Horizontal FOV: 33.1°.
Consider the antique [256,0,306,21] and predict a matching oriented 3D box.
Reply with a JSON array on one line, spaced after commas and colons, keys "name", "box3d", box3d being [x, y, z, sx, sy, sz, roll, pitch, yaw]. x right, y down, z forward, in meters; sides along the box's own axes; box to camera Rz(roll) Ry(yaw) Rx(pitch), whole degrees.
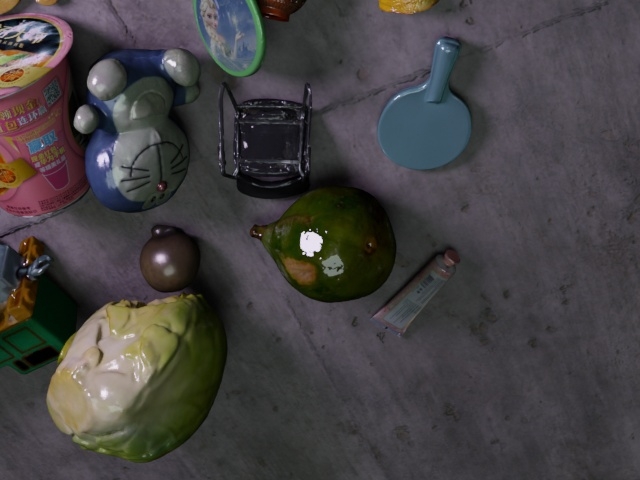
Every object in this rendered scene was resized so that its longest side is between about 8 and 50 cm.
[{"name": "antique", "box3d": [-0.064, -0.370, 1.551, 0.104, 0.104, 0.104, 1, 124, 2]}]

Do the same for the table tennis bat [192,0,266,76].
[{"name": "table tennis bat", "box3d": [-0.145, -0.360, 1.558, 0.160, 0.039, 0.257, 7, 117, 52]}]

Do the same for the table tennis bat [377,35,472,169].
[{"name": "table tennis bat", "box3d": [0.172, -0.211, 1.687, 0.149, 0.038, 0.237, 10, 128, -3]}]

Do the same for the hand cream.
[{"name": "hand cream", "box3d": [0.172, 0.094, 1.892, 0.067, 0.043, 0.210, 30, 125, -14]}]

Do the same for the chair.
[{"name": "chair", "box3d": [-0.079, -0.152, 1.700, 0.140, 0.221, 0.145, 1, 81, 2]}]

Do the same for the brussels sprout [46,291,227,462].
[{"name": "brussels sprout", "box3d": [-0.313, 0.221, 1.835, 0.268, 0.344, 0.344, 29, 128, 26]}]

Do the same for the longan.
[{"name": "longan", "box3d": [-0.257, 0.028, 1.836, 0.106, 0.106, 0.119, -18, 80, 14]}]

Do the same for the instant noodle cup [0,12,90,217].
[{"name": "instant noodle cup", "box3d": [-0.454, -0.179, 1.637, 0.243, 0.244, 0.255, -6, 131, 7]}]

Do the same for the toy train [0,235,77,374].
[{"name": "toy train", "box3d": [-0.608, 0.143, 1.887, 0.429, 0.178, 0.249, -25, 132, 20]}]

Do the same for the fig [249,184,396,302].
[{"name": "fig", "box3d": [0.000, 0.000, 1.772, 0.244, 0.195, 0.195, 14, 133, 37]}]

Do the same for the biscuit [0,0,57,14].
[{"name": "biscuit", "box3d": [-0.463, -0.416, 1.576, 0.248, 0.035, 0.184, -20, 121, 16]}]

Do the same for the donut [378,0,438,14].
[{"name": "donut", "box3d": [0.128, -0.363, 1.588, 0.083, 0.067, 0.038, 15, 138, 32]}]

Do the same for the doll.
[{"name": "doll", "box3d": [-0.282, -0.165, 1.648, 0.154, 0.228, 0.259, 15, 118, 40]}]
